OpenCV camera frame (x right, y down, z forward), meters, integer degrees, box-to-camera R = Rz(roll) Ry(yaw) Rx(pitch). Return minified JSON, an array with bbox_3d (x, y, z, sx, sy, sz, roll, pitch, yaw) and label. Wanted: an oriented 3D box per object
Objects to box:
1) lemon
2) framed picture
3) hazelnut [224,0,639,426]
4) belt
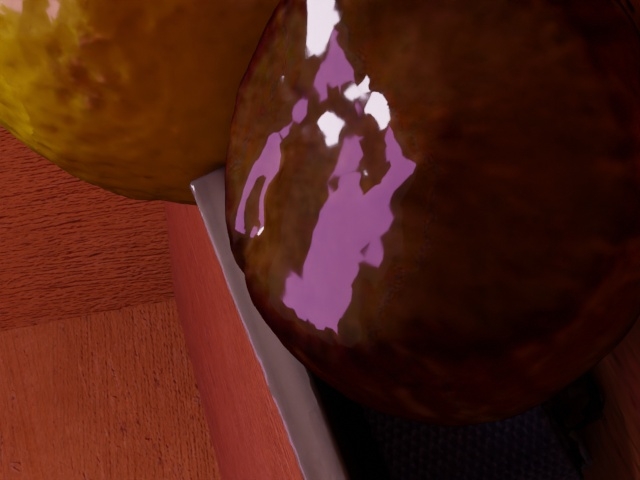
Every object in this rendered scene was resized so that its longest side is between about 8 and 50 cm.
[{"bbox_3d":[-0.072,-0.191,0.851,0.350,0.350,0.387,-116,24,-56],"label":"lemon"},{"bbox_3d":[0.049,0.172,0.911,0.446,0.028,0.326,53,-166,-66],"label":"framed picture"},{"bbox_3d":[0.074,-0.029,0.679,0.218,0.218,0.234,-143,63,-75],"label":"hazelnut"},{"bbox_3d":[0.079,0.058,0.871,0.139,0.126,0.230,53,-167,-48],"label":"belt"}]
